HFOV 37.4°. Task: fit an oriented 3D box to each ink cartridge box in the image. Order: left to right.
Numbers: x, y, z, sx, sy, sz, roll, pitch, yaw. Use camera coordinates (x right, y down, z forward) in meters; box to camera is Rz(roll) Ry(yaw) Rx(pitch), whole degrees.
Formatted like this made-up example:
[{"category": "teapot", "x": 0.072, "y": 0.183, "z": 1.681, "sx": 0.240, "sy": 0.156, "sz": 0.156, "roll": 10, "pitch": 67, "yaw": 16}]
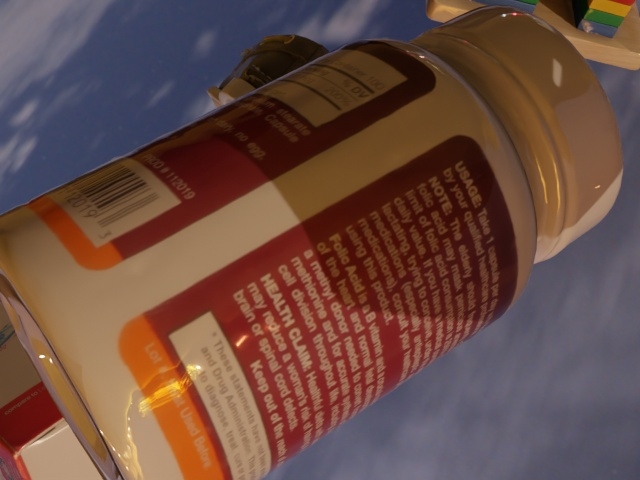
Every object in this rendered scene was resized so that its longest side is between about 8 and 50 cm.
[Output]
[{"category": "ink cartridge box", "x": -0.332, "y": 0.213, "z": 1.073, "sx": 0.131, "sy": 0.226, "sz": 0.306, "roll": -32, "pitch": -140, "yaw": -29}]

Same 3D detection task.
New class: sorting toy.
[{"category": "sorting toy", "x": 0.259, "y": -0.342, "z": 1.109, "sx": 0.089, "sy": 0.257, "sz": 0.256, "roll": 110, "pitch": -11, "yaw": -48}]

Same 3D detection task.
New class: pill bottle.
[{"category": "pill bottle", "x": 0.000, "y": 0.000, "z": 0.641, "sx": 0.392, "sy": 0.224, "sz": 0.224, "roll": -30, "pitch": -154, "yaw": -22}]

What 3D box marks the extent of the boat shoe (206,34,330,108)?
[{"category": "boat shoe", "x": -0.046, "y": -0.142, "z": 0.940, "sx": 0.091, "sy": 0.109, "sz": 0.305, "roll": -47, "pitch": -170, "yaw": -2}]
